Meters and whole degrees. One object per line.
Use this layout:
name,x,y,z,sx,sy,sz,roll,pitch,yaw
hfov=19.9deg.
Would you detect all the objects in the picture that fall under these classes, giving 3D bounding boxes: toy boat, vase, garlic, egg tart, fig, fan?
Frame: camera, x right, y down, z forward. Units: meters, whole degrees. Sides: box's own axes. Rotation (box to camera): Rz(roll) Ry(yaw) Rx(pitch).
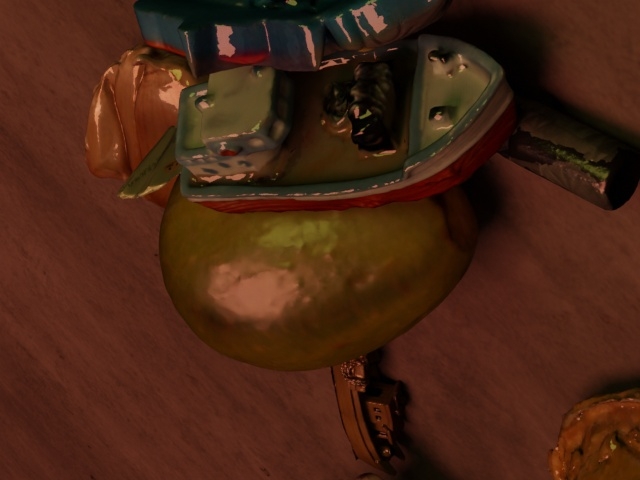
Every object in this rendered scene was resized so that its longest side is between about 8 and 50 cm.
toy boat,0.064,0.191,2.107,0.072,0.064,0.206,7,135,27
vase,0.183,-0.094,1.607,0.211,0.060,0.060,30,145,32
garlic,-0.147,-0.128,1.973,0.217,0.110,0.228,30,144,13
egg tart,0.345,0.290,1.774,0.341,0.129,0.341,35,147,27
toy boat,0.016,-0.110,1.595,0.332,0.145,0.133,-6,155,28
fig,0.000,0.000,1.782,0.326,0.258,0.258,-5,121,40
fan,-0.113,-0.118,1.812,0.009,0.240,0.131,46,-175,-27

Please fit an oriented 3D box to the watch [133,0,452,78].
watch,-0.025,-0.289,1.520,0.305,0.241,0.274,11,120,47

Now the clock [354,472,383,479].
clock,0.125,0.472,2.145,0.376,0.250,0.368,60,151,19
